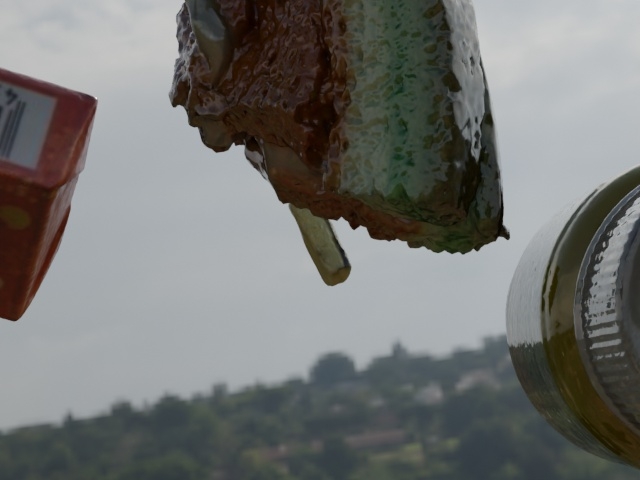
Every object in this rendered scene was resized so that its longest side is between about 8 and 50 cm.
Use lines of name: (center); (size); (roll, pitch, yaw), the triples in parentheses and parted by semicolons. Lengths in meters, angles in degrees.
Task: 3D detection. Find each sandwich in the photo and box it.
sandwich: (-0.001, -0.076, 0.812); (0.160, 0.185, 0.109); (-15, -13, 18)

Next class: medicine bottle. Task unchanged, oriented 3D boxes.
medicine bottle: (0.254, 0.050, 1.174); (0.224, 0.224, 0.384); (-8, -5, -2)

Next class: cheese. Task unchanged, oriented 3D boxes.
cheese: (0.000, 0.000, 1.480); (0.030, 0.083, 0.044); (-24, -19, -16)

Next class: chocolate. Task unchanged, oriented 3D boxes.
chocolate: (-0.325, -0.049, 1.467); (0.237, 0.108, 0.235); (16, -39, -10)
